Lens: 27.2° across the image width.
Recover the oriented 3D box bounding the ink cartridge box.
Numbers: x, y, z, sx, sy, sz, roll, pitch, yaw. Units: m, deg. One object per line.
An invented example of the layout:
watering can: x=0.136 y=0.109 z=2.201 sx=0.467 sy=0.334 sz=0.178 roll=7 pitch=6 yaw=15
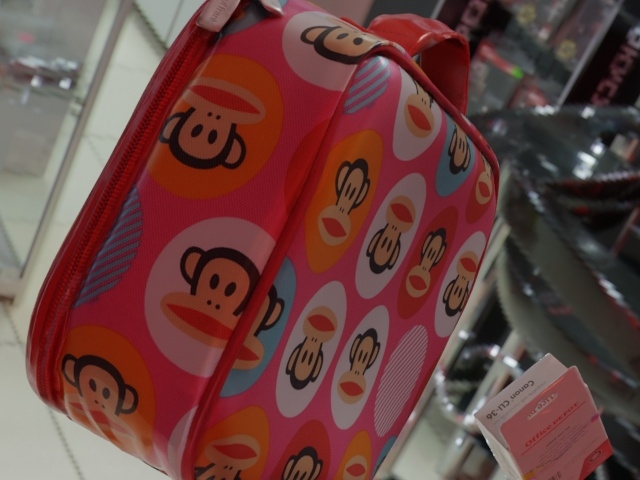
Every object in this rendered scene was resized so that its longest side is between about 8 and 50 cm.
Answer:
ink cartridge box: x=0.246 y=0.207 z=1.472 sx=0.067 sy=0.115 sz=0.198 roll=44 pitch=-11 yaw=42

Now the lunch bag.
lunch bag: x=0.000 y=0.000 z=0.671 sx=0.120 sy=0.258 sz=0.293 roll=25 pitch=-4 yaw=22
